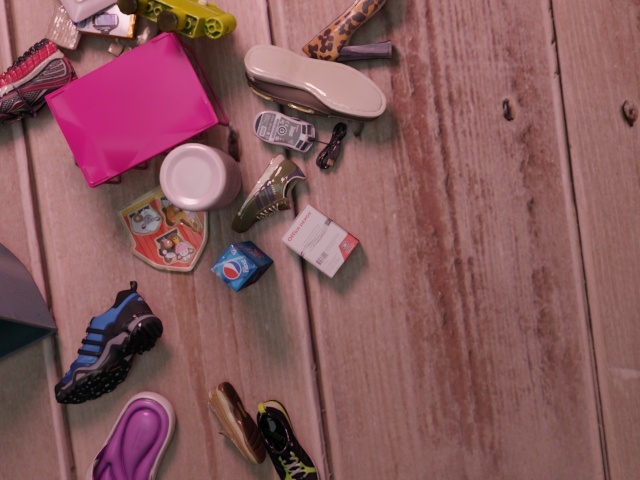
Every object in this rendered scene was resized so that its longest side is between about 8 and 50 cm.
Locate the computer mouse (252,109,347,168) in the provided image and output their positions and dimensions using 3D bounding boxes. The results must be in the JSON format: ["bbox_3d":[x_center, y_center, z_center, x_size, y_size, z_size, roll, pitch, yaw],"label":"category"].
[{"bbox_3d":[-0.048,-0.225,1.706,0.193,0.042,0.106,19,99,-1],"label":"computer mouse"}]

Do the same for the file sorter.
[{"bbox_3d":[-0.361,-0.261,1.662,0.291,0.182,0.202,-26,91,7],"label":"file sorter"}]

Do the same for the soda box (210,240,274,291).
[{"bbox_3d":[-0.156,0.050,1.641,0.071,0.210,0.067,41,96,3],"label":"soda box"}]

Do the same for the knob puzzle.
[{"bbox_3d":[-0.327,-0.020,1.745,0.213,0.030,0.213,0,92,5],"label":"knob puzzle"}]

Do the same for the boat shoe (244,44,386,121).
[{"bbox_3d":[-0.012,-0.312,1.673,0.305,0.091,0.109,20,63,4],"label":"boat shoe"}]

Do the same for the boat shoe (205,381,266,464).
[{"bbox_3d":[-0.186,0.401,1.739,0.072,0.068,0.190,-32,79,18],"label":"boat shoe"}]

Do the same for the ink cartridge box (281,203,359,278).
[{"bbox_3d":[0.000,0.000,1.701,0.135,0.056,0.099,37,95,2],"label":"ink cartridge box"}]

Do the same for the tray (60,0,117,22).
[{"bbox_3d":[-0.431,-0.576,1.687,0.270,0.030,0.145,-32,78,-8],"label":"tray"}]

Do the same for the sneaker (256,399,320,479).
[{"bbox_3d":[-0.080,0.449,1.707,0.084,0.097,0.234,-29,90,6],"label":"sneaker"}]

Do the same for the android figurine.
[{"bbox_3d":[-0.289,-0.463,1.608,0.248,0.273,0.056,25,113,6],"label":"android figurine"}]

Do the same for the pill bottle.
[{"bbox_3d":[-0.230,-0.124,1.631,0.131,0.229,0.131,0,93,6],"label":"pill bottle"}]

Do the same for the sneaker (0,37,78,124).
[{"bbox_3d":[-0.657,-0.298,1.727,0.299,0.121,0.112,-33,120,13],"label":"sneaker"}]

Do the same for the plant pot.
[{"bbox_3d":[-0.751,0.115,1.694,0.247,0.248,0.252,-27,72,6],"label":"plant pot"}]

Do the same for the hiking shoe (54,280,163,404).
[{"bbox_3d":[-0.466,0.233,1.748,0.304,0.113,0.132,-42,58,12],"label":"hiking shoe"}]

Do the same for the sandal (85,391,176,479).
[{"bbox_3d":[-0.437,0.526,1.742,0.169,0.102,0.416,16,94,5],"label":"sandal"}]

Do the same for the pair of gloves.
[{"bbox_3d":[-0.455,-0.492,1.732,0.240,0.042,0.204,13,89,1],"label":"pair of gloves"}]

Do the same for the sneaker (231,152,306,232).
[{"bbox_3d":[-0.104,-0.083,1.703,0.086,0.064,0.192,34,92,8],"label":"sneaker"}]

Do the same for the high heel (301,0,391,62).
[{"bbox_3d":[0.049,-0.496,1.656,0.186,0.093,0.261,-3,99,2],"label":"high heel"}]

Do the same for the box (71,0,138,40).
[{"bbox_3d":[-0.452,-0.471,1.697,0.136,0.028,0.081,9,89,4],"label":"box"}]
